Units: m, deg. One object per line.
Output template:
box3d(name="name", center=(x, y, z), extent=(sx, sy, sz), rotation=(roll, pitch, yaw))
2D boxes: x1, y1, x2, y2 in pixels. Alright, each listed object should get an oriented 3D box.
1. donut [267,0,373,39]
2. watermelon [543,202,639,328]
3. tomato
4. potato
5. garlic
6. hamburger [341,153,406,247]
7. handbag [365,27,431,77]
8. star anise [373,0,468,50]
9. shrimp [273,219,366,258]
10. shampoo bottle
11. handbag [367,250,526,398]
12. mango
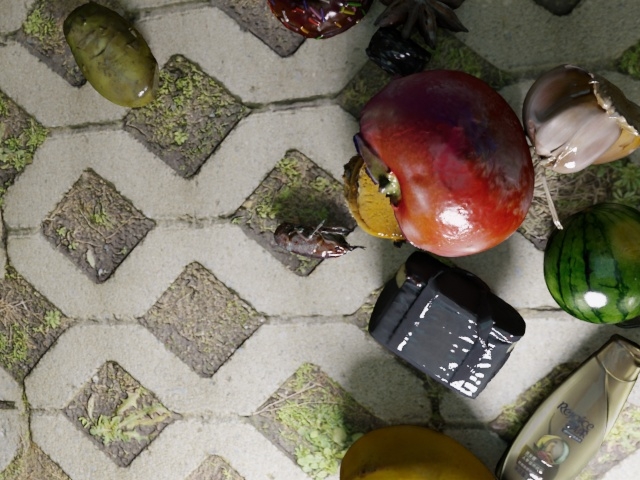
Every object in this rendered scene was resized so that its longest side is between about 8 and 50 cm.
box3d(name="donut", center=(-0.008, -0.490, 1.128), extent=(0.230, 0.096, 0.216), rotation=(-6, 95, 16))
box3d(name="watermelon", center=(0.494, 0.056, 1.041), extent=(0.204, 0.127, 0.232), rotation=(-5, 101, 13))
box3d(name="tomato", center=(0.239, -0.147, 0.997), extent=(0.289, 0.176, 0.335), rotation=(-28, 94, -24))
box3d(name="potato", center=(-0.426, -0.378, 1.255), extent=(0.149, 0.113, 0.251), rotation=(-44, 93, 9))
box3d(name="garlic", center=(0.433, -0.154, 0.980), extent=(0.207, 0.207, 0.257), rotation=(6, 82, 15))
box3d(name="hamburger", center=(0.125, -0.092, 1.112), extent=(0.190, 0.118, 0.182), rotation=(23, 85, -13))
box3d(name="handbag", center=(0.125, -0.331, 1.089), extent=(0.115, 0.139, 0.072), rotation=(39, 117, 6))
box3d(name="star anise", center=(0.173, -0.428, 1.088), extent=(0.182, 0.065, 0.195), rotation=(4, 81, -3))
box3d(name="shrimp", center=(-0.001, 0.001, 1.204), extent=(0.190, 0.075, 0.073), rotation=(8, 79, 20))
box3d(name="shampoo bottle", center=(0.460, 0.324, 1.105), extent=(0.125, 0.084, 0.350), rotation=(35, 104, 11))
box3d(name="handbag", center=(0.232, 0.140, 1.099), extent=(0.254, 0.181, 0.181), rotation=(34, 111, 8))
box3d(name="mango", center=(0.226, 0.536, 1.127), extent=(0.445, 0.232, 0.300), rotation=(37, 101, 1))
